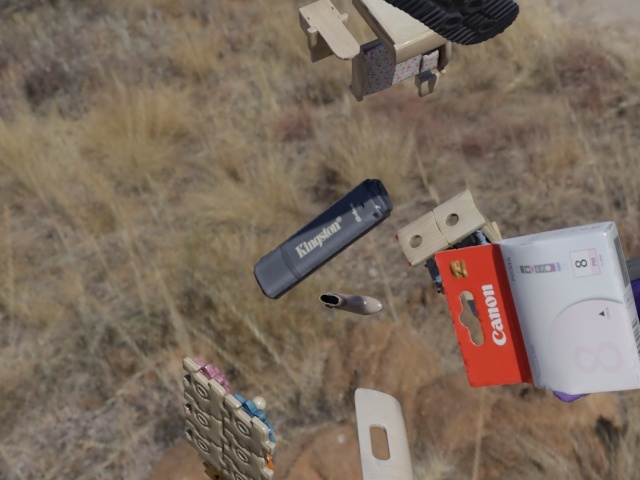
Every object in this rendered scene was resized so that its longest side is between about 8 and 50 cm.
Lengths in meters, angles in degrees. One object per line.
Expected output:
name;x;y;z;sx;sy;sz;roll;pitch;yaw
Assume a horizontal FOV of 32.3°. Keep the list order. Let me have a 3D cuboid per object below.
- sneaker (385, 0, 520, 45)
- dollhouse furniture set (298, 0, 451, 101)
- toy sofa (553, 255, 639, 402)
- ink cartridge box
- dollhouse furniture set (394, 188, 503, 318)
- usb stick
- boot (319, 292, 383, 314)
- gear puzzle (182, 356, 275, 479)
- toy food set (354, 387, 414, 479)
sneaker;0.101;-0.321;1.184;0.112;0.319;0.131;-29;63;21
dollhouse furniture set;0.132;-0.311;2.087;0.303;0.355;0.174;-24;59;-13
toy sofa;0.450;0.112;1.634;0.362;0.150;0.177;-24;65;35
ink cartridge box;0.254;0.090;1.307;0.232;0.189;0.066;-11;10;27
dollhouse furniture set;0.216;0.051;1.607;0.129;0.129;0.184;-31;55;13
usb stick;0.000;0.000;1.768;0.278;0.045;0.077;-37;63;29
boot;0.059;0.130;2.296;0.118;0.042;0.087;1;-8;33
gear puzzle;-0.124;0.295;1.590;0.175;0.339;0.044;38;58;21
toy food set;0.084;0.379;1.448;0.092;0.306;0.220;-7;28;1
